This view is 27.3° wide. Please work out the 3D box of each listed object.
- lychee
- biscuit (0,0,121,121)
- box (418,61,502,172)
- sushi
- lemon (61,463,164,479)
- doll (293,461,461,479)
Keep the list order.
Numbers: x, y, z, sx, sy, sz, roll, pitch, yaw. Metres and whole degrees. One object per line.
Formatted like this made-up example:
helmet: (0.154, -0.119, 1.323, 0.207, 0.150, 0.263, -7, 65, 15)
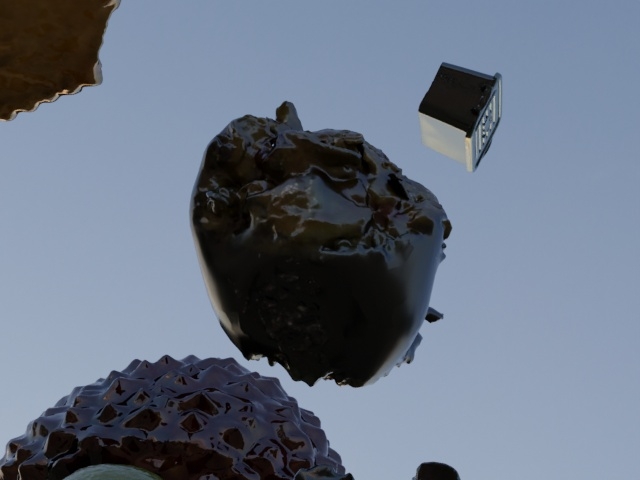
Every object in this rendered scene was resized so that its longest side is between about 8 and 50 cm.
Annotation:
lychee: (-0.147, 0.341, 1.526, 0.499, 0.425, 0.425, 5, -51, -29)
biscuit: (-0.220, -0.116, 0.606, 0.232, 0.013, 0.237, -20, -36, 10)
box: (0.152, -0.137, 1.442, 0.069, 0.084, 0.122, 22, -18, 15)
sushi: (0.002, -0.002, 1.146, 0.213, 0.200, 0.204, 9, -68, 22)
lemon: (-0.187, 0.298, 1.189, 0.184, 0.248, 0.184, -2, -53, -3)
doll: (-0.007, 0.107, 0.270, 0.109, 0.169, 0.057, -2, -52, 20)
